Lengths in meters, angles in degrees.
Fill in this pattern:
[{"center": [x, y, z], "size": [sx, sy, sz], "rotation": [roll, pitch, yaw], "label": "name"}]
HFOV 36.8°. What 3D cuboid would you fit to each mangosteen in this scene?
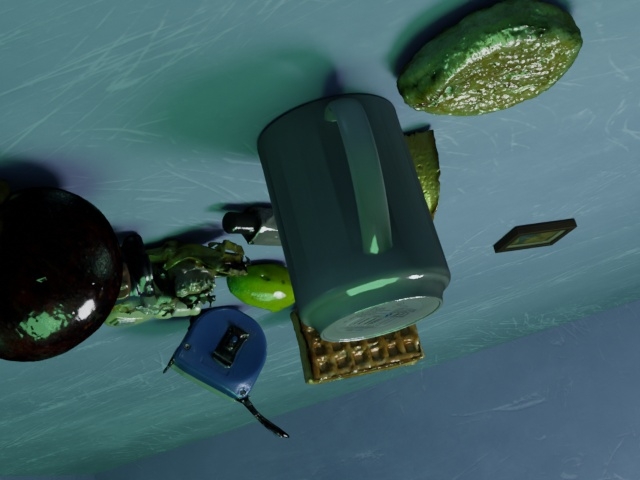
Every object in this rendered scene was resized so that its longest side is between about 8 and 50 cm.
[{"center": [-0.442, 0.041, 1.440], "size": [0.287, 0.288, 0.288], "rotation": [-13, 161, -4], "label": "mangosteen"}]

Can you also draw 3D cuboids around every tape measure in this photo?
[{"center": [-0.179, 0.307, 2.321], "size": [0.351, 0.215, 0.098], "rotation": [32, 150, -8], "label": "tape measure"}]

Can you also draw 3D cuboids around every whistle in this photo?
[{"center": [-0.374, 0.149, 2.094], "size": [0.258, 0.067, 0.126], "rotation": [0, 158, -43], "label": "whistle"}]

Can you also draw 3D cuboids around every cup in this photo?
[{"center": [0.055, -0.043, 1.449], "size": [0.236, 0.327, 0.323], "rotation": [-12, 160, -9], "label": "cup"}]

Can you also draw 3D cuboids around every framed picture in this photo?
[{"center": [0.528, -0.010, 2.373], "size": [0.168, 0.023, 0.128], "rotation": [-7, 160, -20], "label": "framed picture"}]

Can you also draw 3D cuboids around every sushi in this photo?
[{"center": [-0.286, 0.071, 1.842], "size": [0.290, 0.131, 0.139], "rotation": [-12, 165, 18], "label": "sushi"}]

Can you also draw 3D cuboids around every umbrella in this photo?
[{"center": [-0.042, -0.025, 1.835], "size": [0.337, 0.067, 0.073], "rotation": [2, 125, -40], "label": "umbrella"}]

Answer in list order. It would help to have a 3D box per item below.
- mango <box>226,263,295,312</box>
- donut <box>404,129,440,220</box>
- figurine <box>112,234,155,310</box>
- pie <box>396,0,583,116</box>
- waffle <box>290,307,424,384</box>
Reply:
[{"center": [-0.123, 0.103, 2.098], "size": [0.178, 0.100, 0.119], "rotation": [11, 152, -37], "label": "mango"}, {"center": [0.151, -0.098, 1.691], "size": [0.085, 0.141, 0.217], "rotation": [-4, 156, -8], "label": "donut"}, {"center": [-0.465, 0.097, 1.697], "size": [0.332, 0.185, 0.205], "rotation": [1, 121, -28], "label": "figurine"}, {"center": [0.247, -0.257, 1.387], "size": [0.276, 0.079, 0.277], "rotation": [-16, 166, -4], "label": "pie"}, {"center": [0.091, 0.243, 2.480], "size": [0.307, 0.213, 0.091], "rotation": [-11, 163, -13], "label": "waffle"}]
